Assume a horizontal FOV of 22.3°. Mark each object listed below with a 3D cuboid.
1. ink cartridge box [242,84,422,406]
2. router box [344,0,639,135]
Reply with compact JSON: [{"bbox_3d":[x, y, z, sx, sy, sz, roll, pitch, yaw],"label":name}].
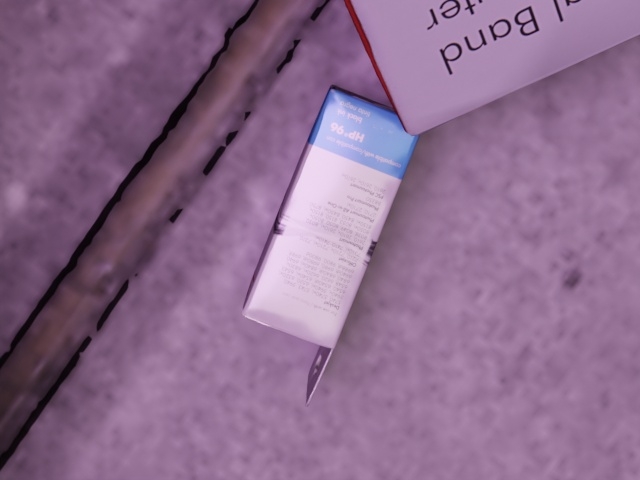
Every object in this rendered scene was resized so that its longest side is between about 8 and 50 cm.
[{"bbox_3d":[0.000,0.000,0.456,0.028,0.048,0.083,21,96,-2],"label":"ink cartridge box"},{"bbox_3d":[0.114,-0.213,0.330,0.336,0.082,0.301,-25,135,4],"label":"router box"}]
